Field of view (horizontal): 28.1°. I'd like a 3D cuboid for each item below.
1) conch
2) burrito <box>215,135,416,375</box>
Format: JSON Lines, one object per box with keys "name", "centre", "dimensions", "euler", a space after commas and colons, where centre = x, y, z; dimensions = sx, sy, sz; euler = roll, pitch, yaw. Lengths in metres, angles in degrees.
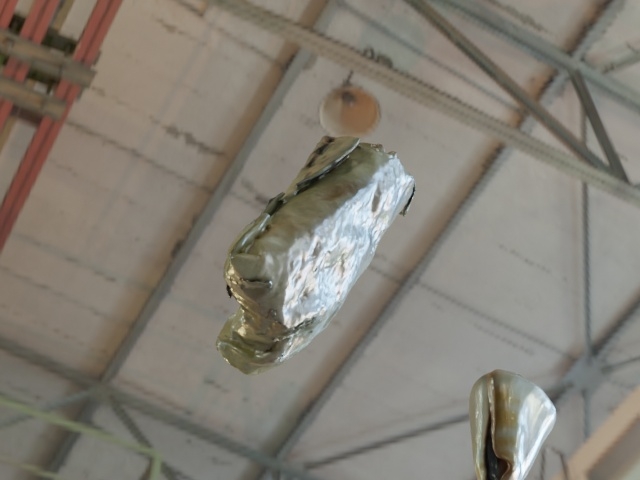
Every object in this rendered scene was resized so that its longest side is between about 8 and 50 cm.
{"name": "conch", "centre": [0.189, 0.200, 1.342], "dimensions": [0.094, 0.176, 0.104], "euler": [38, -45, 1]}
{"name": "burrito", "centre": [0.005, -0.010, 1.212], "dimensions": [0.107, 0.348, 0.175], "euler": [31, -53, 9]}
